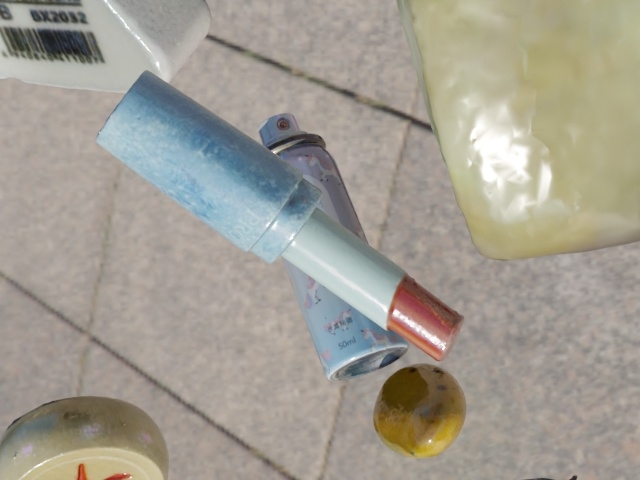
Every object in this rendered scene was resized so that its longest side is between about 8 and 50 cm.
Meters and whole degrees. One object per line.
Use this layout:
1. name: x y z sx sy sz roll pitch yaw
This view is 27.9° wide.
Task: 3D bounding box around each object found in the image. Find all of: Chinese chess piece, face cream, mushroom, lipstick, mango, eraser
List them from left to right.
1. eraser: -0.343 -0.316 1.654 0.331 0.150 0.331 19 142 16
2. Chinese chess piece: -0.340 0.329 1.834 0.251 0.251 0.097 -55 37 31
3. lipstick: -0.017 -0.009 0.843 0.274 0.061 0.068 35 145 -7
4. face cream: 0.000 0.000 1.080 0.075 0.075 0.229 -37 66 38
5. mango: 0.080 0.137 1.026 0.079 0.057 0.114 -52 14 2
6. mushroom: 0.124 -0.158 0.527 0.217 0.292 0.212 -17 117 5

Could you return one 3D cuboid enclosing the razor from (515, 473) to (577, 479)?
1. razor: 0.255 0.342 1.774 0.190 0.066 0.033 -8 122 32
